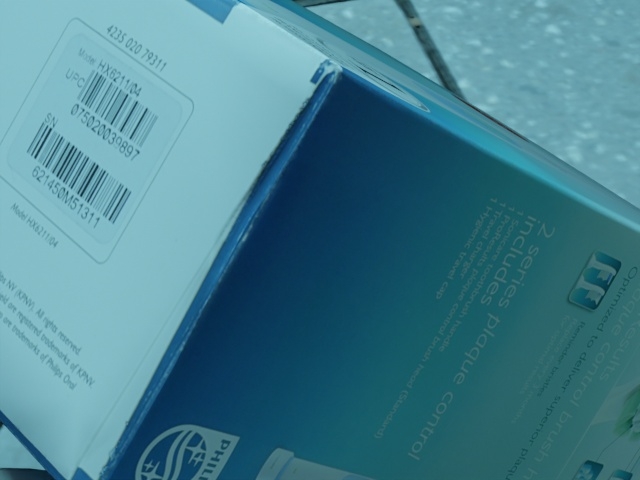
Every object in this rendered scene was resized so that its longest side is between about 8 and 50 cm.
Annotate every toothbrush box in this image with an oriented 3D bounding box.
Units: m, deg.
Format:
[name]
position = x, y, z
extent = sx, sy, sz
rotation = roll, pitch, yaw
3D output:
[toothbrush box]
position = 0.000, 0.000, 0.566
extent = 0.295, 0.126, 0.216
rotation = 24, 10, -48

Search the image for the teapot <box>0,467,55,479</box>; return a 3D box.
[teapot]
position = -0.083, 0.191, 0.423
extent = 0.252, 0.187, 0.256
rotation = 20, 32, -6
